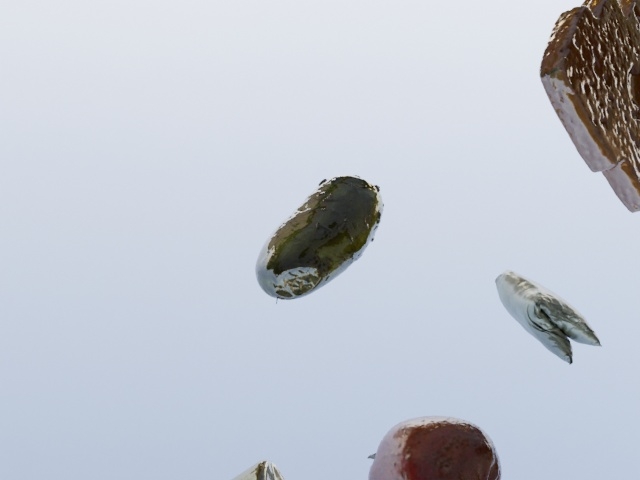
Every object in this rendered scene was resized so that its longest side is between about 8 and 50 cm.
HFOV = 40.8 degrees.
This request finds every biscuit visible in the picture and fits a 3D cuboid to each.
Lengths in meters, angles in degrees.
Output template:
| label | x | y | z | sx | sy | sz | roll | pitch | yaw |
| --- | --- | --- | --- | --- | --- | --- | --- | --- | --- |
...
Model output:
| label | x | y | z | sx | sy | sz | roll | pitch | yaw |
| --- | --- | --- | --- | --- | --- | --- | --- | --- | --- |
| biscuit | 0.305 | -0.144 | 0.884 | 0.306 | 0.043 | 0.284 | 5 | -106 | -45 |

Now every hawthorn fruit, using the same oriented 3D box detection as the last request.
| label | x | y | z | sx | sy | sz | roll | pitch | yaw |
| --- | --- | --- | --- | --- | --- | --- | --- | --- | --- |
| hawthorn fruit | 0.148 | 0.327 | 1.212 | 0.179 | 0.179 | 0.200 | -36 | -149 | -33 |

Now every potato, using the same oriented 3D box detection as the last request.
| label | x | y | z | sx | sy | sz | roll | pitch | yaw |
| --- | --- | --- | --- | --- | --- | --- | --- | --- | --- |
| potato | 0.000 | 0.000 | 1.246 | 0.113 | 0.149 | 0.251 | 54 | -126 | -25 |

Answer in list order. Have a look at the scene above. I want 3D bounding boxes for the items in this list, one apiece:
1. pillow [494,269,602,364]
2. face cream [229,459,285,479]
| label | x | y | z | sx | sy | sz | roll | pitch | yaw |
| --- | --- | --- | --- | --- | --- | --- | --- | --- | --- |
| pillow | 0.358 | 0.116 | 1.398 | 0.134 | 0.181 | 0.078 | 43 | -88 | -15 |
| face cream | -0.147 | 0.363 | 0.927 | 0.067 | 0.285 | 0.139 | 39 | -159 | -41 |
